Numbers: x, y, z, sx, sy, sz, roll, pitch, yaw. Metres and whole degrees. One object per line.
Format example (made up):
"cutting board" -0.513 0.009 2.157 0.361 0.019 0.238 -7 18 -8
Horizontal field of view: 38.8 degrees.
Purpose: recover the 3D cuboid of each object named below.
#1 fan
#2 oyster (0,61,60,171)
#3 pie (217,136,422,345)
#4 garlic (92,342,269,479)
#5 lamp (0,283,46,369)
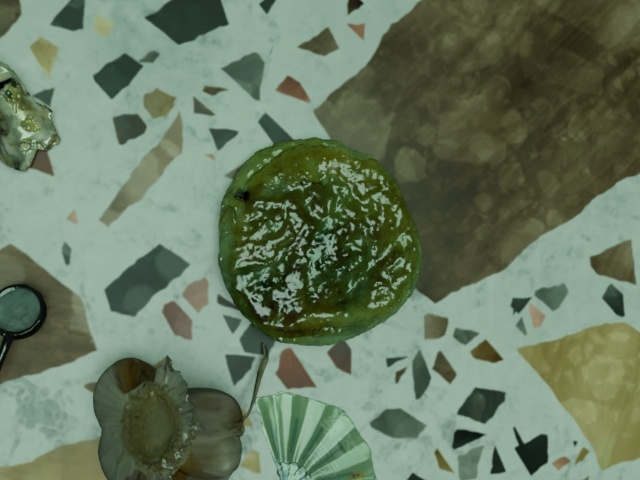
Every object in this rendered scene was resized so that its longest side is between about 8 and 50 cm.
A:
"fan" 0.000 0.291 1.201 0.131 0.009 0.240 -36 95 -12
"oyster" -0.399 -0.179 1.118 0.106 0.061 0.199 -22 96 -29
"pie" 0.000 0.000 1.172 0.277 0.078 0.277 0 88 -13
"garlic" -0.150 0.201 1.081 0.257 0.207 0.207 -40 96 -17
"lamp" -0.407 0.242 1.105 0.130 0.108 0.371 3 73 1
